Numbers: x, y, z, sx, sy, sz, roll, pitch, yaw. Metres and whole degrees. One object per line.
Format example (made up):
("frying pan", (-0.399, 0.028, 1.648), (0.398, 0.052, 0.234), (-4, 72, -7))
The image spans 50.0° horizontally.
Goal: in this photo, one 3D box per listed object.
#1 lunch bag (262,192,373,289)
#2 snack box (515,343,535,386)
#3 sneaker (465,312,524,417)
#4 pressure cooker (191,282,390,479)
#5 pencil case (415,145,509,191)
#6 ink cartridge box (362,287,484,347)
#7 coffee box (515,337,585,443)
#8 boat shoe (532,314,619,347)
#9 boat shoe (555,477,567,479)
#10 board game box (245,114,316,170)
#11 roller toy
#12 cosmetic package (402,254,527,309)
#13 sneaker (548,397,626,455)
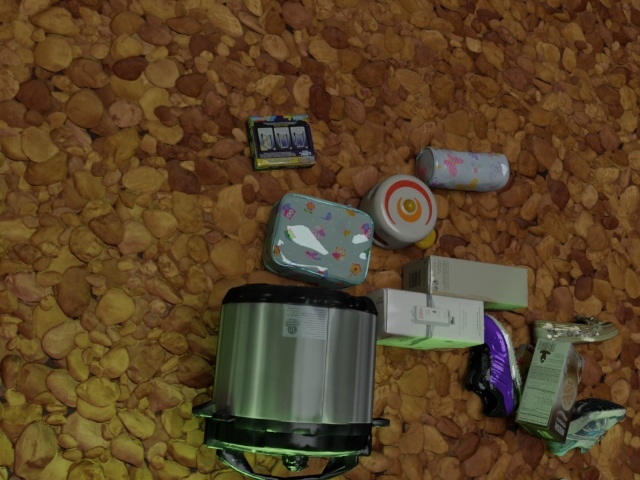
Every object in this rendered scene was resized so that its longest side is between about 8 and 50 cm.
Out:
("lunch bag", (0.000, 0.000, 1.789), (0.279, 0.108, 0.224), (15, 69, -19))
("snack box", (0.617, 0.380, 1.983), (0.141, 0.037, 0.100), (43, 67, -8))
("sneaker", (0.459, 0.350, 1.891), (0.146, 0.102, 0.293), (-14, 83, -24))
("pressure cooker", (-0.064, 0.323, 1.530), (0.375, 0.370, 0.420), (21, 69, -55))
("pencil case", (0.416, -0.210, 2.006), (0.273, 0.113, 0.124), (1, 68, -22))
("ink cartridge box", (0.249, 0.211, 1.783), (0.283, 0.207, 0.117), (9, 72, -19))
("coffee box", (0.631, 0.410, 1.879), (0.141, 0.098, 0.246), (41, 63, -42))
("boat shoe", (0.759, 0.262, 2.033), (0.285, 0.104, 0.089), (-5, 82, -22))
("boat shoe", (0.637, 0.698, 1.914), (0.125, 0.038, 0.046), (-29, 108, -24))
("board game box", (-0.106, -0.263, 1.843), (0.170, 0.048, 0.141), (-5, 81, -23))
("roller toy", (0.214, -0.076, 1.872), (0.191, 0.146, 0.209), (0, 78, -21))
("cosmetic package", (0.396, 0.123, 1.892), (0.310, 0.160, 0.113), (9, 75, -19))
("sneaker", (0.763, 0.539, 1.984), (0.283, 0.110, 0.122), (-9, 99, -21))
